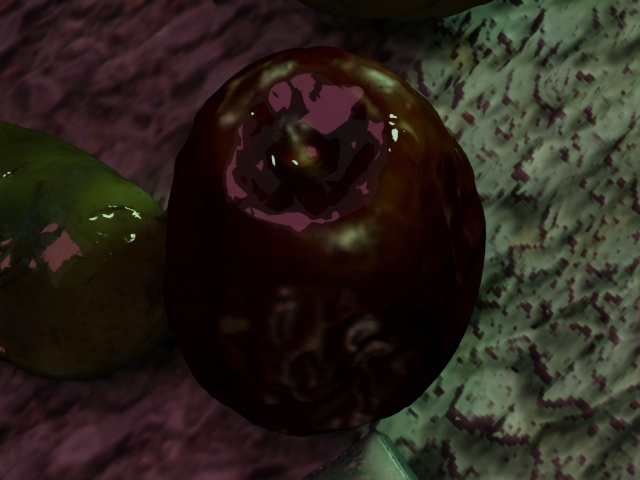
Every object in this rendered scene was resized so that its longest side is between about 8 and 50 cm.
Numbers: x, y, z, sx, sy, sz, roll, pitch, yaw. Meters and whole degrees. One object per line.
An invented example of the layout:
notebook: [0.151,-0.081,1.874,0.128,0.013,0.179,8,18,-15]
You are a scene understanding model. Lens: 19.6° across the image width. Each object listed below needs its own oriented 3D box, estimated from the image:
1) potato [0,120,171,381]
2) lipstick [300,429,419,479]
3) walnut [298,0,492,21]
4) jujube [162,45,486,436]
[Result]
potato: [-0.211,0.005,1.296,0.248,0.143,0.169,28,73,20]
lipstick: [0.092,0.258,1.176,0.076,0.077,0.289,-35,69,-1]
walnut: [0.039,-0.329,1.277,0.306,0.306,0.344,-34,75,0]
jujube: [0.000,0.000,1.157,0.223,0.318,0.223,-1,71,3]
